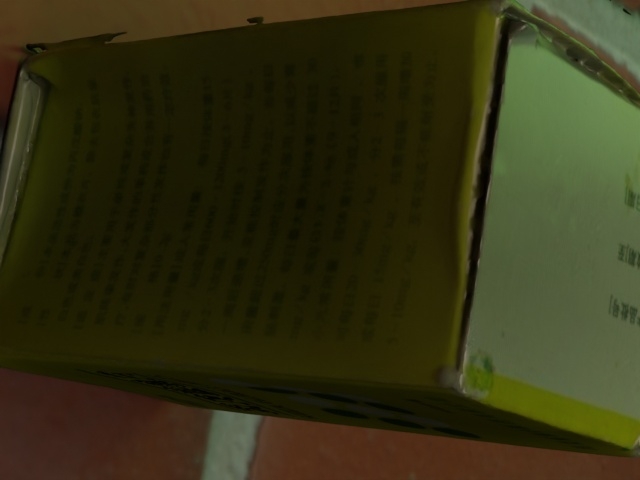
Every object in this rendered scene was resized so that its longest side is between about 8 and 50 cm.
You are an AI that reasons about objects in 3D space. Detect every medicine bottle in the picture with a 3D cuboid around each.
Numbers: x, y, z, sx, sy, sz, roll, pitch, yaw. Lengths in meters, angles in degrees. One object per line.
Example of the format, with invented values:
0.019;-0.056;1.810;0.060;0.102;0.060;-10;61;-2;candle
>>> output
0.000;0.000;0.670;0.137;0.250;0.141;17;77;-50;medicine bottle
